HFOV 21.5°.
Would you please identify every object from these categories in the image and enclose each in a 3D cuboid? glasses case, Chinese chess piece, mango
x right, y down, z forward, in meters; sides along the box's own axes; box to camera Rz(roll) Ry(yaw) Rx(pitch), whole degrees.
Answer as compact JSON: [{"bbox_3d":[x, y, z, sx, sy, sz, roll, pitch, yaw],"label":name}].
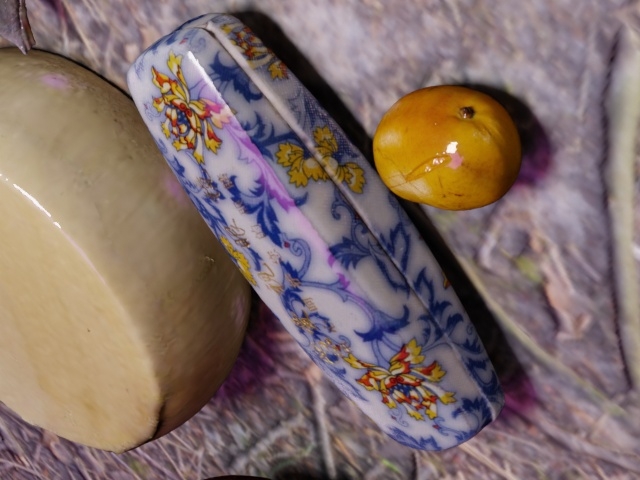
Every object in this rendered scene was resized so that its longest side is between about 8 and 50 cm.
[{"bbox_3d":[0.000,0.000,0.818,0.248,0.065,0.087,54,146,-13],"label":"glasses case"},{"bbox_3d":[-0.154,0.006,0.976,0.251,0.097,0.251,29,145,22],"label":"Chinese chess piece"},{"bbox_3d":[0.052,-0.037,0.733,0.060,0.046,0.089,48,153,-8],"label":"mango"}]

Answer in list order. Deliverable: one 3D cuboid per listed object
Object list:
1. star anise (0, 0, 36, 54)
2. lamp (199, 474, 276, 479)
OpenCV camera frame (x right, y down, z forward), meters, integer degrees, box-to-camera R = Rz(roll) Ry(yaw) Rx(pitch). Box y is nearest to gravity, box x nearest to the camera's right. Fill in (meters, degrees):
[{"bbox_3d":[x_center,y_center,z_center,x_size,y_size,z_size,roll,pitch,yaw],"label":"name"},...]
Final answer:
[{"bbox_3d":[-0.182,-0.152,0.859,0.124,0.056,0.129,-5,123,51],"label":"star anise"},{"bbox_3d":[-0.035,0.292,1.011,0.303,0.257,0.303,4,98,29],"label":"lamp"}]
